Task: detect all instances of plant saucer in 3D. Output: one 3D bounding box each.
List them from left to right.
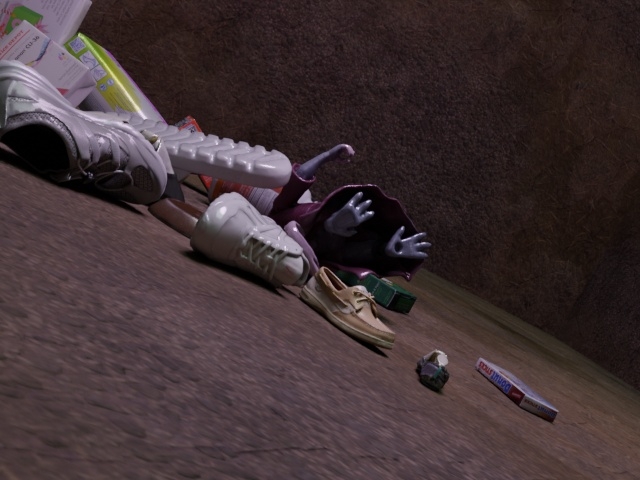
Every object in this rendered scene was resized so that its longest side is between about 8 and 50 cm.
[{"bbox_3d":[-0.164,-0.018,1.407,0.168,0.029,0.168,29,4,-2],"label":"plant saucer"}]

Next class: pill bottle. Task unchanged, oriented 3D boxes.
[{"bbox_3d":[-0.097,-0.074,1.889,0.216,0.121,0.121,29,4,11],"label":"pill bottle"}]

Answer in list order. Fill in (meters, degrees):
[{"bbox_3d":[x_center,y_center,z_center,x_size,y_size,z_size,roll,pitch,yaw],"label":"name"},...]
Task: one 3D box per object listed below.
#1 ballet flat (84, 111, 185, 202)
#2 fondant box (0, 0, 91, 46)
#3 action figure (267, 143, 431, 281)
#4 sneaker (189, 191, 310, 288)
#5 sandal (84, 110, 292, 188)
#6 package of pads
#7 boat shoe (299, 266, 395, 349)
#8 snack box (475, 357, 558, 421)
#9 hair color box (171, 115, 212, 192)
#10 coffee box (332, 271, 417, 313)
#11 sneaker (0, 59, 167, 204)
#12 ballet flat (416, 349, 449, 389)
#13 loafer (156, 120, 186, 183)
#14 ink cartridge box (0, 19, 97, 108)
[{"bbox_3d":[-0.277,-0.119,1.407,0.095,0.096,0.280,30,4,37],"label":"ballet flat"},{"bbox_3d":[-0.641,-0.436,1.873,0.330,0.238,0.096,28,2,-4],"label":"fondant box"},{"bbox_3d":[0.000,0.000,1.659,0.370,0.276,0.248,7,-53,55],"label":"action figure"},{"bbox_3d":[-0.076,0.009,1.266,0.115,0.090,0.232,34,7,25],"label":"sneaker"},{"bbox_3d":[-0.256,-0.126,1.619,0.417,0.102,0.169,14,19,13],"label":"sandal"},{"bbox_3d":[-0.409,-0.274,1.933,0.229,0.101,0.296,52,1,-5],"label":"package of pads"},{"bbox_3d":[0.039,0.084,1.283,0.170,0.059,0.063,32,5,42],"label":"boat shoe"},{"bbox_3d":[0.301,0.228,1.525,0.064,0.022,0.178,28,4,-17],"label":"snack box"},{"bbox_3d":[-0.244,-0.170,2.032,0.167,0.053,0.093,59,-6,-18],"label":"hair color box"},{"bbox_3d":[0.082,0.073,1.849,0.184,0.040,0.113,31,5,27],"label":"coffee box"},{"bbox_3d":[-0.309,-0.103,1.227,0.281,0.105,0.115,30,36,-41],"label":"sneaker"},{"bbox_3d":[0.144,0.157,1.228,0.041,0.041,0.114,29,4,1],"label":"ballet flat"},{"bbox_3d":[-0.279,-0.160,1.853,0.092,0.101,0.268,25,3,-6],"label":"loafer"},{"bbox_3d":[-0.509,-0.303,1.736,0.198,0.115,0.067,37,-13,13],"label":"ink cartridge box"}]
